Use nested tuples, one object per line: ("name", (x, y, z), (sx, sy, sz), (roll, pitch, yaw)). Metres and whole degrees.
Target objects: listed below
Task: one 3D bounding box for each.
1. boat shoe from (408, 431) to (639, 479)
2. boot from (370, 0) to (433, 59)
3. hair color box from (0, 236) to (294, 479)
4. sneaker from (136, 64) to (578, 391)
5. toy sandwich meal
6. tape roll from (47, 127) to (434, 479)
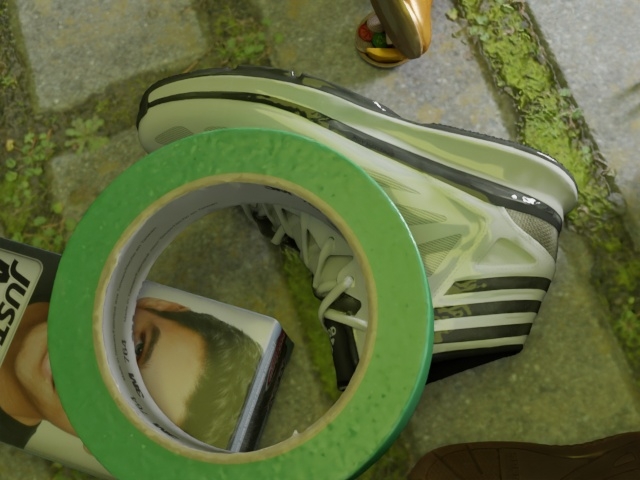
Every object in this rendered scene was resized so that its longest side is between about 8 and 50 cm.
("boat shoe", (0.249, 0.251, 0.809), (0.342, 0.123, 0.123), (-2, 35, 9))
("boot", (0.146, -0.329, 1.010), (0.211, 0.104, 0.295), (-15, 54, -1))
("hair color box", (-0.235, 0.122, 0.916), (0.374, 0.113, 0.185), (15, 74, 12))
("sneaker", (0.000, 0.000, 0.897), (0.447, 0.169, 0.257), (15, 71, 10))
("toy sandwich meal", (0.079, -0.230, 1.042), (0.085, 0.029, 0.085), (-3, 70, 7))
("tape roll", (-0.066, 0.067, 0.793), (0.321, 0.077, 0.321), (-2, 78, 9))
